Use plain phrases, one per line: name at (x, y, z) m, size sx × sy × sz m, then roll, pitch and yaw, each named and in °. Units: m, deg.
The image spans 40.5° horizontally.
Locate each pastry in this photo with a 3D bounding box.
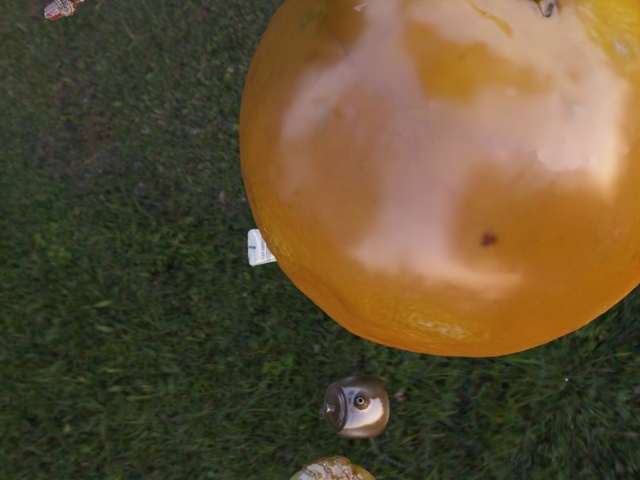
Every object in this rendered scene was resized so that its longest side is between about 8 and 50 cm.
pastry at (0.019, 0.389, 1.274) m, size 0.153 × 0.081 × 0.153 m, roll 6°, pitch 53°, yaw -8°

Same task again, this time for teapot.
teapot at (0.031, 0.202, 1.049) m, size 0.068 × 0.121 × 0.076 m, roll 4°, pitch 71°, yaw -29°

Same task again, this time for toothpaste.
toothpaste at (0.000, 0.000, 1.384) m, size 0.239 × 0.039 × 0.062 m, roll -7°, pitch 112°, yaw -19°

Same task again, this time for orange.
orange at (0.096, -0.068, 0.600) m, size 0.312 × 0.312 × 0.312 m, roll -3°, pitch 81°, yaw 15°

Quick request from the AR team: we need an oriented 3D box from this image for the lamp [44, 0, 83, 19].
lamp at (-0.297, -0.301, 1.055) m, size 0.063 × 0.031 × 0.083 m, roll 5°, pitch 46°, yaw 52°
